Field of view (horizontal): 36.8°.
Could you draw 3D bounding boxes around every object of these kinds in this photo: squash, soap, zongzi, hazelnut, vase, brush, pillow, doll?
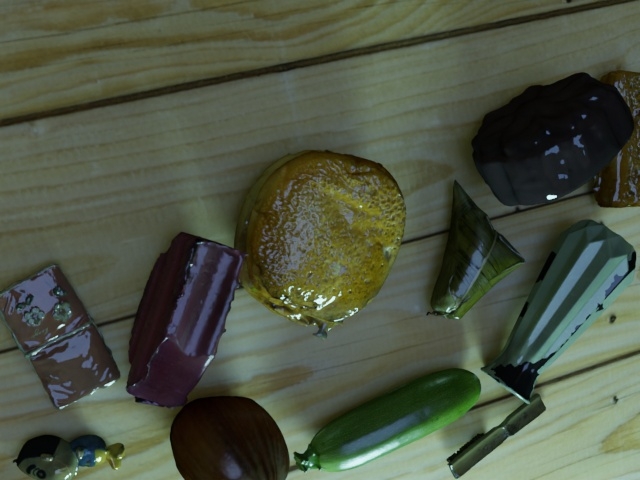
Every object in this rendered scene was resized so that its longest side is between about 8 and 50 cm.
[{"bbox_3d":[0.136,0.334,1.787,0.394,0.107,0.107,-21,105,-16],"label":"squash"},{"bbox_3d":[-0.232,0.133,1.581,0.112,0.182,0.289,21,86,-21],"label":"soap"},{"bbox_3d":[0.244,0.026,1.790,0.205,0.094,0.204,-41,105,-10],"label":"zongzi"},{"bbox_3d":[-0.161,0.361,1.633,0.186,0.210,0.210,-14,107,25],"label":"hazelnut"},{"bbox_3d":[0.460,0.138,1.860,0.165,0.165,0.360,35,89,-21],"label":"vase"},{"bbox_3d":[0.348,0.384,1.914,0.248,0.036,0.043,-33,112,-20],"label":"brush"},{"bbox_3d":[-0.431,0.159,1.582,0.126,0.043,0.233,-30,108,-15],"label":"pillow"},{"bbox_3d":[-0.418,0.367,1.599,0.179,0.102,0.089,4,53,-17],"label":"doll"}]

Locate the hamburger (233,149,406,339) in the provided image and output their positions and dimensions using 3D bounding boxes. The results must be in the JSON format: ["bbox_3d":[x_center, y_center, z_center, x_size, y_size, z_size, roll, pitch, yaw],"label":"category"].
[{"bbox_3d":[0.000,0.000,1.651,0.289,0.170,0.314,21,90,-19],"label":"hamburger"}]

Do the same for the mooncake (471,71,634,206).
[{"bbox_3d":[0.408,-0.190,1.722,0.283,0.283,0.141,-40,112,-11],"label":"mooncake"}]

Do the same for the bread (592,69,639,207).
[{"bbox_3d":[0.602,-0.198,1.898,0.139,0.077,0.271,-2,97,-16],"label":"bread"}]
